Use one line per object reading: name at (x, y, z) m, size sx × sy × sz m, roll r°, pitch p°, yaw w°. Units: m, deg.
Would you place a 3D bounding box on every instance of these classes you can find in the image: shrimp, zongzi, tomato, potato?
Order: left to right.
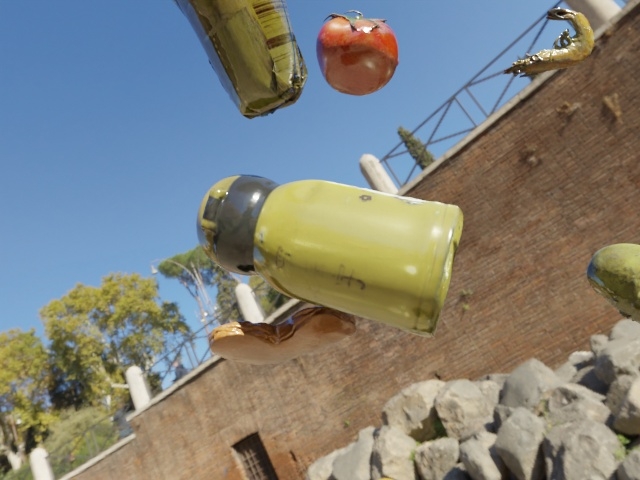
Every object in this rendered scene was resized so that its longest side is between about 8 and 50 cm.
zongzi at (-0.083, -0.331, 0.659) m, size 0.122 × 0.260 × 0.289 m, roll -21°, pitch 19°, yaw 31°
tomato at (0.068, -0.360, 0.881) m, size 0.167 × 0.167 × 0.167 m, roll -25°, pitch -19°, yaw -9°
shrimp at (0.468, -0.411, 0.933) m, size 0.178 × 0.125 × 0.034 m, roll -8°, pitch 9°, yaw 19°
potato at (0.672, 0.096, 0.921) m, size 0.113 × 0.251 × 0.150 m, roll 3°, pitch -64°, yaw -38°

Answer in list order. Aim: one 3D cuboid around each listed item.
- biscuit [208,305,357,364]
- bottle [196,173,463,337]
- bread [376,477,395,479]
biscuit at (-0.054, 0.144, 0.673) m, size 0.192 × 0.036 × 0.186 m, roll -24°, pitch -31°, yaw 15°
bottle at (0.000, 0.000, 0.611) m, size 0.171 × 0.351 × 0.172 m, roll 15°, pitch -90°, yaw -75°
bread at (0.083, 0.291, 0.444) m, size 0.082 × 0.115 × 0.056 m, roll 7°, pitch -59°, yaw -32°
